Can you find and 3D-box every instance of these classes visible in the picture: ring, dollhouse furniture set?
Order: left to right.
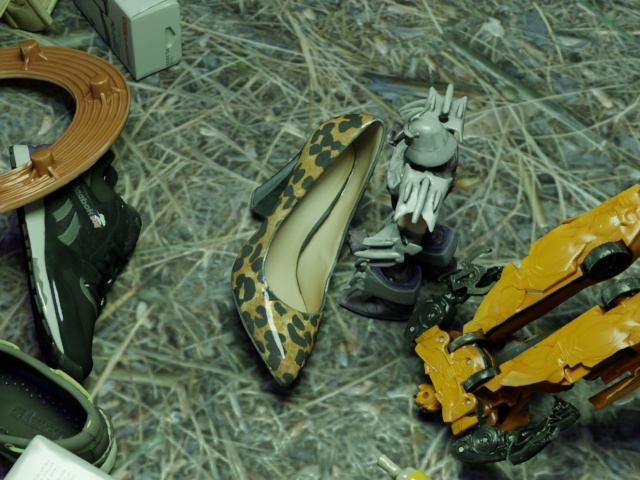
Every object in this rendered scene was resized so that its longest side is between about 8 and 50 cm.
[{"bbox_3d":[-0.366,-0.124,1.398,0.337,0.032,0.336,-7,36,5],"label":"ring"},{"bbox_3d":[-0.392,-0.289,1.561,0.161,0.101,0.181,1,53,28],"label":"dollhouse furniture set"}]

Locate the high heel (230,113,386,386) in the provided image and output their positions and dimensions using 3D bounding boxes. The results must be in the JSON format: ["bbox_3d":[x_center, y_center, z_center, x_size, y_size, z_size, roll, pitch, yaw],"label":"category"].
[{"bbox_3d":[0.000,0.000,1.306,0.093,0.186,0.261,25,45,-33],"label":"high heel"}]

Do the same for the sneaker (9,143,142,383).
[{"bbox_3d":[-0.237,0.008,1.346,0.124,0.107,0.283,-8,57,-13],"label":"sneaker"}]

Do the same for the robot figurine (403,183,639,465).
[{"bbox_3d":[0.215,0.087,1.250,0.291,0.085,0.211,-35,54,22],"label":"robot figurine"}]

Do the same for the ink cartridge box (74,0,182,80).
[{"bbox_3d":[-0.225,-0.274,1.524,0.063,0.109,0.150,-29,62,-20],"label":"ink cartridge box"}]

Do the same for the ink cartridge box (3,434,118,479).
[{"bbox_3d":[-0.176,0.323,1.107,0.273,0.114,0.197,29,60,6],"label":"ink cartridge box"}]

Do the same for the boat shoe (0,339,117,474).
[{"bbox_3d":[-0.333,0.135,1.262,0.305,0.091,0.109,23,59,13],"label":"boat shoe"}]

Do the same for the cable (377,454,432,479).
[{"bbox_3d":[0.150,0.307,1.178,0.287,0.072,0.139,22,64,12],"label":"cable"}]

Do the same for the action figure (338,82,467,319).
[{"bbox_3d":[0.083,-0.031,1.269,0.099,0.285,0.185,22,58,13],"label":"action figure"}]
